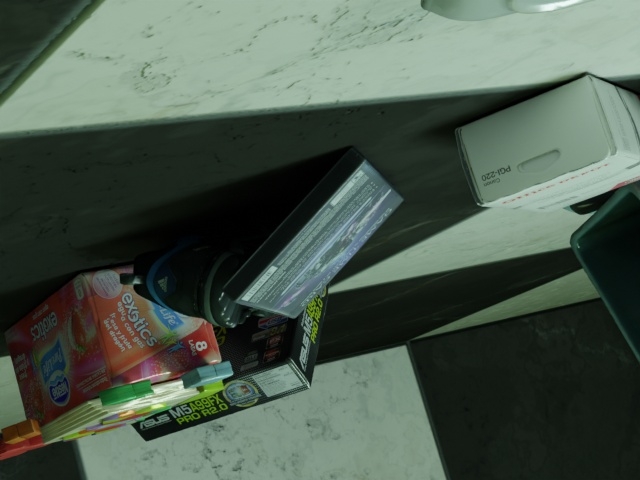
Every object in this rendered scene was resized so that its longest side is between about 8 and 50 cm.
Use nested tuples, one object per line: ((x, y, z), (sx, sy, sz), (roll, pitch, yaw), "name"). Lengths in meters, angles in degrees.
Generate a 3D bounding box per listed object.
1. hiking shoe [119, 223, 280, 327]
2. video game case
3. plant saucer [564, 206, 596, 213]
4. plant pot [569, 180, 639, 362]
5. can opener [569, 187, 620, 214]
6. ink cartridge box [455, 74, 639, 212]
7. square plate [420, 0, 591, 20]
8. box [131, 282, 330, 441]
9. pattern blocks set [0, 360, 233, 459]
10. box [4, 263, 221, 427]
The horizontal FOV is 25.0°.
((-0.116, 0.027, 1.663), (0.132, 0.113, 0.304), (12, -177, 13), "hiking shoe")
((0.000, 0.000, 1.570), (0.196, 0.026, 0.274), (-47, 168, 3), "video game case")
((0.477, -0.098, 2.043), (0.317, 0.044, 0.317), (-17, 170, -3), "plant saucer")
((0.499, 0.018, 1.753), (0.252, 0.247, 0.248), (-26, 168, -14), "plant pot")
((0.437, -0.111, 1.835), (0.280, 0.074, 0.093), (-21, 154, 28), "can opener")
((0.260, -0.097, 1.532), (0.158, 0.092, 0.218), (-21, 171, 26), "ink cartridge box")
((0.250, -0.230, 0.888), (0.344, 0.049, 0.347), (-15, 171, -7), "square plate")
((-0.127, 0.148, 1.985), (0.270, 0.060, 0.216), (-20, -147, 24), "box")
((-0.249, 0.209, 1.745), (0.285, 0.026, 0.325), (-12, 169, -25), "pattern blocks set")
((-0.264, 0.132, 1.794), (0.154, 0.142, 0.300), (-11, 169, -33), "box")
